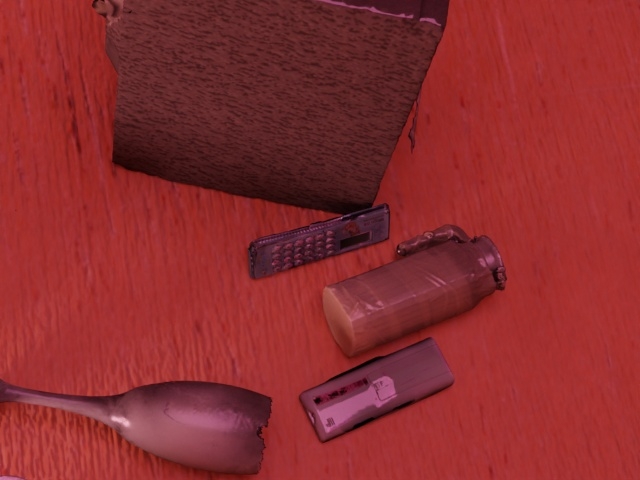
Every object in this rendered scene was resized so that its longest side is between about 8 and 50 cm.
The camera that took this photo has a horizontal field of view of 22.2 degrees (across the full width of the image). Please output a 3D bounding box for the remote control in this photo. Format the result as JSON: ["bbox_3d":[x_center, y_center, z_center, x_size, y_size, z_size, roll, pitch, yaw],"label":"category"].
[{"bbox_3d":[0.062,0.160,1.789,0.166,0.029,0.065,-22,72,-17],"label":"remote control"}]

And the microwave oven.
[{"bbox_3d":[-0.054,-0.243,1.726,0.374,0.432,0.236,12,65,-3],"label":"microwave oven"}]

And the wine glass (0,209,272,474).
[{"bbox_3d":[-0.197,0.101,1.728,0.309,0.096,0.264,9,70,-5],"label":"wine glass"}]

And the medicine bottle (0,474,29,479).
[{"bbox_3d":[-0.297,0.303,1.547,0.147,0.247,0.147,4,66,-8],"label":"medicine bottle"}]

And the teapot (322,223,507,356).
[{"bbox_3d":[0.101,0.047,1.824,0.200,0.077,0.107,-20,51,-17],"label":"teapot"}]

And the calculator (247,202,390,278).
[{"bbox_3d":[0.000,0.000,1.836,0.172,0.057,0.018,-16,47,-17],"label":"calculator"}]
